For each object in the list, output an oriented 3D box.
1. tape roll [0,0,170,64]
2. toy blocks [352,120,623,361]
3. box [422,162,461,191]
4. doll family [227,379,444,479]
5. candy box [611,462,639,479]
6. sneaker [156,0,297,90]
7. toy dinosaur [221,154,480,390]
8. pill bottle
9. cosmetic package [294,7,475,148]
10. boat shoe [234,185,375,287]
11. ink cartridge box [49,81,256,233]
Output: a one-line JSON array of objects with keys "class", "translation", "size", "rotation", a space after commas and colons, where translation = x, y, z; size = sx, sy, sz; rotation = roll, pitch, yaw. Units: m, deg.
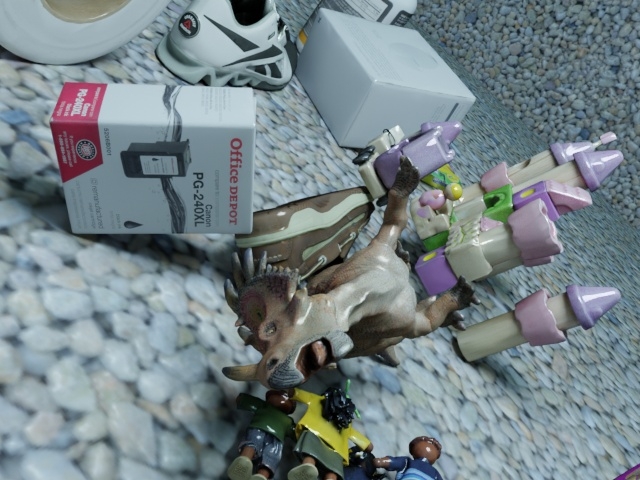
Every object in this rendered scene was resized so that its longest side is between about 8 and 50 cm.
[{"class": "tape roll", "translation": [-0.273, -0.327, 0.610], "size": [0.169, 0.246, 0.246], "rotation": [48, 29, 11]}, {"class": "toy blocks", "translation": [0.249, -0.060, 0.764], "size": [0.309, 0.260, 0.288], "rotation": [58, 26, -13]}, {"class": "box", "translation": [0.204, -0.160, 1.169], "size": [0.105, 0.043, 0.179], "rotation": [24, 31, -29]}, {"class": "doll family", "translation": [0.024, 0.168, 0.461], "size": [0.193, 0.076, 0.111], "rotation": [43, 23, -7]}, {"class": "candy box", "translation": [0.315, 0.279, 0.560], "size": [0.071, 0.159, 0.233], "rotation": [50, 30, 18]}, {"class": "sneaker", "translation": [-0.096, -0.317, 0.920], "size": [0.122, 0.146, 0.330], "rotation": [42, 27, 5]}, {"class": "toy dinosaur", "translation": [0.014, 0.061, 0.517], "size": [0.127, 0.200, 0.296], "rotation": [58, -10, 21]}, {"class": "pill bottle", "translation": [0.089, -0.456, 1.196], "size": [0.162, 0.278, 0.162], "rotation": [31, 29, -20]}, {"class": "cosmetic package", "translation": [0.106, -0.276, 1.073], "size": [0.224, 0.138, 0.224], "rotation": [1, 46, -34]}, {"class": "boat shoe", "translation": [-0.007, 0.001, 0.658], "size": [0.257, 0.095, 0.095], "rotation": [-22, 101, -59]}, {"class": "ink cartridge box", "translation": [-0.128, -0.065, 0.495], "size": [0.150, 0.109, 0.063], "rotation": [0, 40, -9]}]
